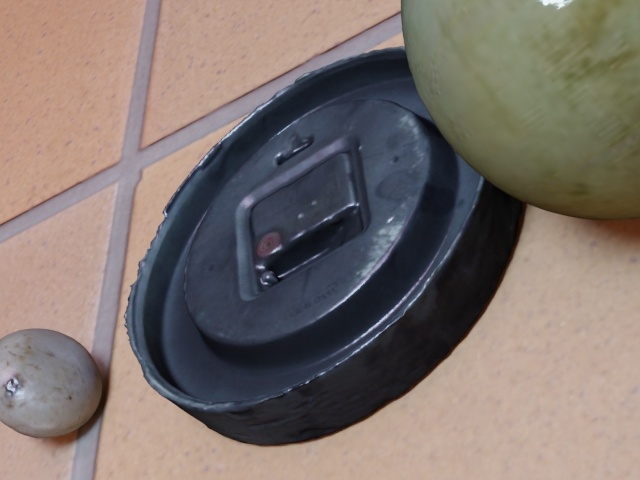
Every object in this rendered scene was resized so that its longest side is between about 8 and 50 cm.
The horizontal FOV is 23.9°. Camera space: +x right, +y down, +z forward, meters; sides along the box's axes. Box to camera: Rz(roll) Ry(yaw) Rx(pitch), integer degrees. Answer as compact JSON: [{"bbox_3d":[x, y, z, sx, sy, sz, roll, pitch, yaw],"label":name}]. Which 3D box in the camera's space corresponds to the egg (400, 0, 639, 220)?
[{"bbox_3d":[0.153,-0.138,0.812,0.218,0.218,0.295,-28,24,21],"label":"egg"}]

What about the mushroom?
[{"bbox_3d":[-0.194,0.106,1.036,0.085,0.085,0.079,-101,29,-50],"label":"mushroom"}]

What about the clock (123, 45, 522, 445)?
[{"bbox_3d":[0.000,0.000,0.956,0.280,0.055,0.281,-27,39,24],"label":"clock"}]
